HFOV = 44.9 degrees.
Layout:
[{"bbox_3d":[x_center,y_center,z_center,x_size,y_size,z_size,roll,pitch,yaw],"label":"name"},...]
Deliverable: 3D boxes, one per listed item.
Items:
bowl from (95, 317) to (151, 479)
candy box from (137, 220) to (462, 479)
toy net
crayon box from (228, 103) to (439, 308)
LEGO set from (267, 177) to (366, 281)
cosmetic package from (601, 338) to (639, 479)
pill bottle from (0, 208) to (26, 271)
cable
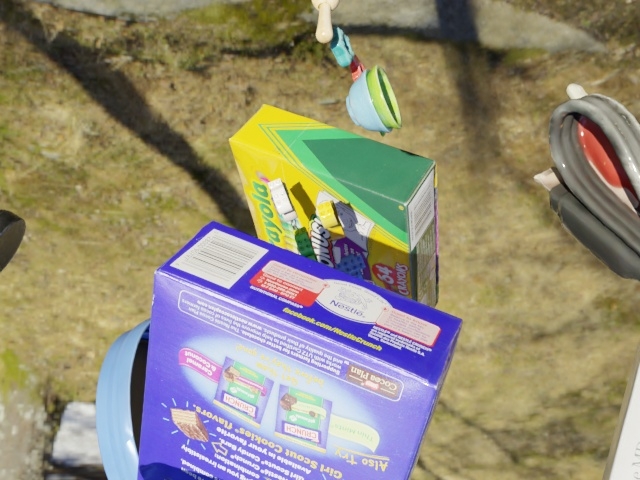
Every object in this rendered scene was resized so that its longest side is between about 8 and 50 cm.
[{"bbox_3d":[-0.269,0.329,1.382,0.077,0.391,0.391,-15,152,14],"label":"bowl"},{"bbox_3d":[-0.036,0.179,0.762,0.268,0.122,0.317,22,121,14],"label":"candy box"},{"bbox_3d":[0.029,-0.219,0.802,0.045,0.232,0.122,-20,-175,20],"label":"toy net"},{"bbox_3d":[0.035,-0.023,1.290,0.313,0.106,0.363,21,147,25],"label":"crayon box"},{"bbox_3d":[0.000,0.000,1.040,0.087,0.227,0.093,-22,163,4],"label":"LEGO set"},{"bbox_3d":[0.350,0.180,0.611,0.225,0.224,0.138,14,159,23],"label":"cosmetic package"},{"bbox_3d":[-0.487,-0.041,0.958,0.219,0.123,0.123,30,149,-1],"label":"pill bottle"},{"bbox_3d":[0.222,0.005,0.454,0.072,0.287,0.139,-28,138,-11],"label":"cable"}]
